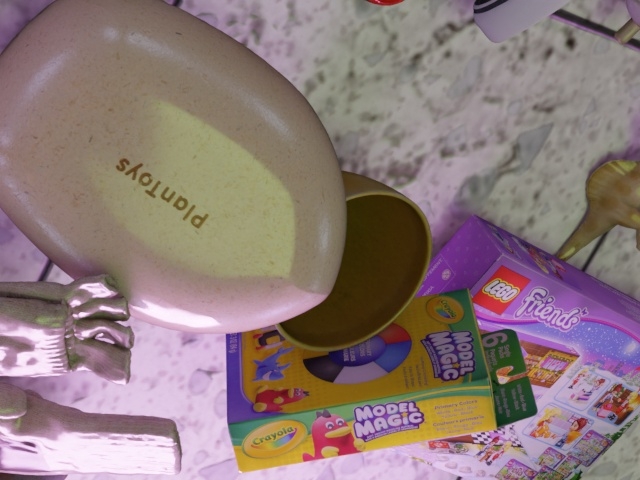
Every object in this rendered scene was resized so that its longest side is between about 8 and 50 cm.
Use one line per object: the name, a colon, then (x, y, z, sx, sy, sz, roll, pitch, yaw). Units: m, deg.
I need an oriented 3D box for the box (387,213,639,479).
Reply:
box: (0.165, 0.111, 1.502, 0.293, 0.057, 0.201, 26, 112, -42)

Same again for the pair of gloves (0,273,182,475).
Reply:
pair of gloves: (-0.207, 0.095, 1.196, 0.204, 0.042, 0.240, -2, 145, 10)

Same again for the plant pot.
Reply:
plant pot: (0.000, 0.000, 1.301, 0.134, 0.095, 0.134, -18, 129, -24)

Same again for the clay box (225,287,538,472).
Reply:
clay box: (0.042, 0.099, 1.321, 0.222, 0.127, 0.053, -11, 120, 2)

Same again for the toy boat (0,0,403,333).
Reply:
toy boat: (-0.054, -0.094, 1.159, 0.267, 0.148, 0.318, 42, 96, -20)

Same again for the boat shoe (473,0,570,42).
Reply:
boat shoe: (0.204, -0.271, 1.252, 0.102, 0.108, 0.301, 43, 107, -12)

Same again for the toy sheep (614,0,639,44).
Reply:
toy sheep: (0.272, -0.201, 1.354, 0.132, 0.091, 0.091, -43, 136, 19)

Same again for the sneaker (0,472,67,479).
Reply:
sneaker: (-0.250, 0.203, 1.297, 0.158, 0.065, 0.061, -24, 131, -18)

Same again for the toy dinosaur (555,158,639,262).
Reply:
toy dinosaur: (0.257, -0.029, 1.498, 0.092, 0.053, 0.183, 27, 117, -25)
